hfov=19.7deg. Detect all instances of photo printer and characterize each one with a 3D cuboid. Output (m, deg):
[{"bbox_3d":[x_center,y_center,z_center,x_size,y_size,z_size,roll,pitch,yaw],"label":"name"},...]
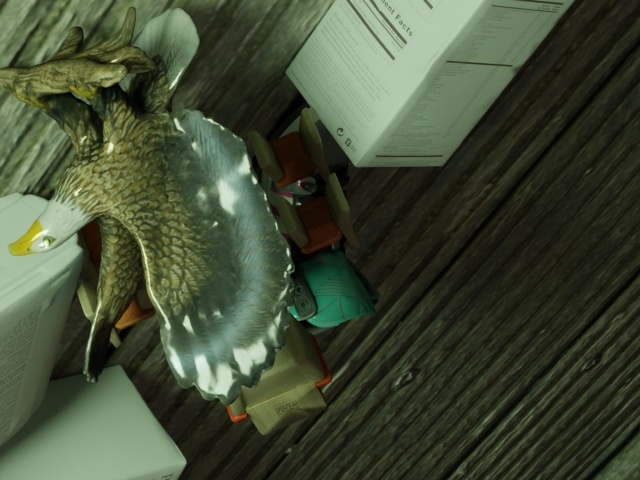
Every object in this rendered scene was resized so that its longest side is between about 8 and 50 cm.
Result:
[{"bbox_3d":[-0.351,0.123,1.693,0.256,0.107,0.307,-36,159,-39],"label":"photo printer"}]

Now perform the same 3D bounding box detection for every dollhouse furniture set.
[{"bbox_3d":[-0.084,0.041,1.744,0.262,0.259,0.135,-23,154,1],"label":"dollhouse furniture set"}]

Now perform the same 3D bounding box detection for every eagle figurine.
[{"bbox_3d":[-0.158,-0.027,1.544,0.225,0.226,0.298,-25,114,8],"label":"eagle figurine"}]

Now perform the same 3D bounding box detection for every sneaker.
[{"bbox_3d":[0.000,0.000,1.878,0.124,0.178,0.295,-13,145,-40],"label":"sneaker"}]

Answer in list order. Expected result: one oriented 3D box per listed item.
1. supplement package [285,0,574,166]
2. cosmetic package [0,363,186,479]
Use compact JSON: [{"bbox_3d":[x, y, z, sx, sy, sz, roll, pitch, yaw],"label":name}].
[{"bbox_3d":[0.107,-0.200,1.728,0.139,0.134,0.244,-3,139,-48],"label":"supplement package"},{"bbox_3d":[-0.359,0.284,1.941,0.385,0.156,0.217,-11,143,-39],"label":"cosmetic package"}]
